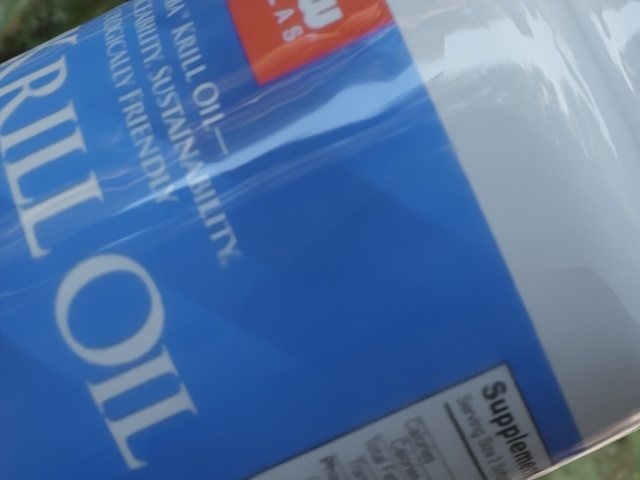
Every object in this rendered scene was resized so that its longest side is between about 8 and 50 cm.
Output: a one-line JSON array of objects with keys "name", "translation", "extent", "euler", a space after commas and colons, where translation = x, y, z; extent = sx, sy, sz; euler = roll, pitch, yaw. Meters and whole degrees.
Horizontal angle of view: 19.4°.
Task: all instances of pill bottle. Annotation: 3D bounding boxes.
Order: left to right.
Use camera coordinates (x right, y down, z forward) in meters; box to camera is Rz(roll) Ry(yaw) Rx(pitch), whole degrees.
[{"name": "pill bottle", "translation": [0.000, 0.000, 0.382], "extent": [0.124, 0.221, 0.124], "euler": [63, 4, -7]}]
